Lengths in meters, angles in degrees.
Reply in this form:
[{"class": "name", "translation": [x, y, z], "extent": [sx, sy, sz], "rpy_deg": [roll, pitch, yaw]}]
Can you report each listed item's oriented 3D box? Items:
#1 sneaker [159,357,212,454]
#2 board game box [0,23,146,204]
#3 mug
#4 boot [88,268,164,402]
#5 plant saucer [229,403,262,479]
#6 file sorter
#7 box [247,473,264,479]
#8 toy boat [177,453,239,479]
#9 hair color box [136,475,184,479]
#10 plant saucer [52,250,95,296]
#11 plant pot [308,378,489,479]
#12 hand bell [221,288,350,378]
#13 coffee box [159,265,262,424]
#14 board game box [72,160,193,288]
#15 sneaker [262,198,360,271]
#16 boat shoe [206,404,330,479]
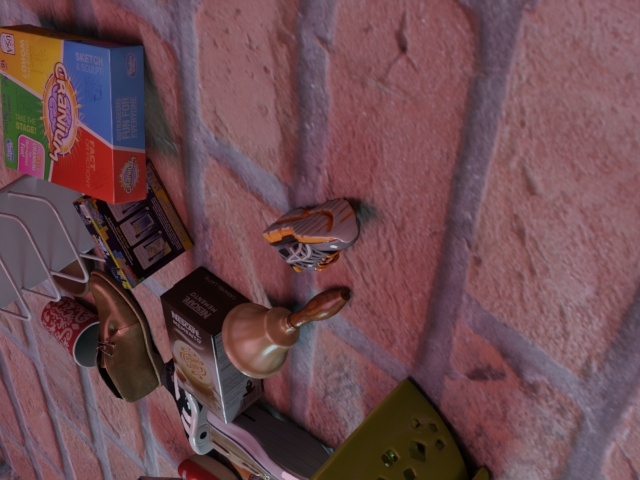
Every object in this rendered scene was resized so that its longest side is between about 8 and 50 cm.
[{"class": "sneaker", "translation": [-0.266, 0.323, 2.120], "extent": [0.121, 0.079, 0.216], "rpy_deg": [30, 134, 39]}, {"class": "board game box", "translation": [-0.401, -0.209, 1.672], "extent": [0.317, 0.064, 0.242], "rpy_deg": [17, 113, 41]}, {"class": "mug", "translation": [-0.543, 0.213, 2.348], "extent": [0.169, 0.113, 0.150], "rpy_deg": [28, 140, 41]}, {"class": "boot", "translation": [-0.422, 0.204, 2.168], "extent": [0.112, 0.115, 0.305], "rpy_deg": [12, 129, 51]}, {"class": "plant saucer", "translation": [-0.131, 0.400, 2.017], "extent": [0.200, 0.037, 0.200], "rpy_deg": [27, 134, 33]}, {"class": "file sorter", "translation": [-0.494, -0.008, 1.896], "extent": [0.173, 0.278, 0.192], "rpy_deg": [8, 127, 45]}, {"class": "box", "translation": [-0.060, 0.463, 1.952], "extent": [0.137, 0.027, 0.094], "rpy_deg": [-24, 114, 37]}, {"class": "toy boat", "translation": [-0.249, 0.580, 2.274], "extent": [0.151, 0.151, 0.231], "rpy_deg": [13, 132, 47]}, {"class": "hair color box", "translation": [-0.291, 0.687, 2.323], "extent": [0.347, 0.105, 0.174], "rpy_deg": [48, -165, 33]}, {"class": "plant saucer", "translation": [-0.570, -0.005, 2.229], "extent": [0.278, 0.041, 0.278], "rpy_deg": [34, 145, 28]}, {"class": "plant pot", "translation": [0.099, 0.377, 1.528], "extent": [0.207, 0.227, 0.228], "rpy_deg": [43, 148, 7]}, {"class": "hand bell", "translation": [-0.033, 0.119, 1.588], "extent": [0.242, 0.126, 0.126], "rpy_deg": [-30, 96, 46]}, {"class": "coffee box", "translation": [-0.189, 0.187, 1.842], "extent": [0.141, 0.098, 0.246], "rpy_deg": [32, 143, 32]}, {"class": "board game box", "translation": [-0.311, -0.027, 1.750], "extent": [0.048, 0.141, 0.170], "rpy_deg": [0, 121, 52]}, {"class": "sneaker", "translation": [0.000, 0.000, 1.418], "extent": [0.083, 0.084, 0.215], "rpy_deg": [59, 159, -13]}, {"class": "boat shoe", "translation": [-0.091, 0.381, 1.880], "extent": [0.302, 0.109, 0.094], "rpy_deg": [28, 125, 39]}]
